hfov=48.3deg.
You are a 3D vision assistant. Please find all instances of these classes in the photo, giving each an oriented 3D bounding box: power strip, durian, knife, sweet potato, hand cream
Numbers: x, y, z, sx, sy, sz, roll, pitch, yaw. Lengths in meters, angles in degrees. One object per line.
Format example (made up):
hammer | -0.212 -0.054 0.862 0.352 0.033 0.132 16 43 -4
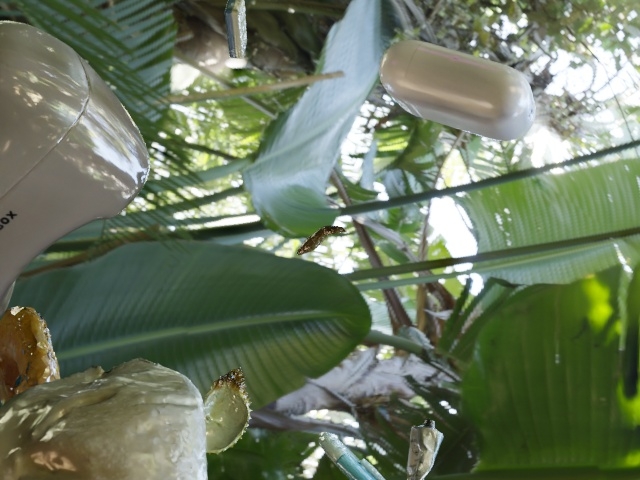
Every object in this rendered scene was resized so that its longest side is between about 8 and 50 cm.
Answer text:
power strip | -0.171 -0.431 1.453 0.032 0.123 0.056 6 -125 3
durian | -0.263 0.460 1.892 0.144 0.139 0.252 34 -92 45
knife | 0.083 0.327 0.918 0.222 0.064 0.031 43 -94 7
sweet potato | -0.003 -0.006 1.799 0.153 0.038 0.041 -30 -88 25
hand cream | 0.146 0.385 1.045 0.075 0.052 0.247 132 -29 -59

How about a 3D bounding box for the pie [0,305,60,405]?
pie | -0.408 0.226 1.015 0.273 0.069 0.273 29 -53 48

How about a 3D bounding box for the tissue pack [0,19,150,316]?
tissue pack | -0.442 -0.092 0.913 0.387 0.277 0.267 -38 -141 5

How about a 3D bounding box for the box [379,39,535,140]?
box | 0.317 -0.342 1.644 0.349 0.289 0.141 22 -86 21

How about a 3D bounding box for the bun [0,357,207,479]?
bun | -0.208 0.242 0.584 0.281 0.205 0.281 -176 -90 -70
